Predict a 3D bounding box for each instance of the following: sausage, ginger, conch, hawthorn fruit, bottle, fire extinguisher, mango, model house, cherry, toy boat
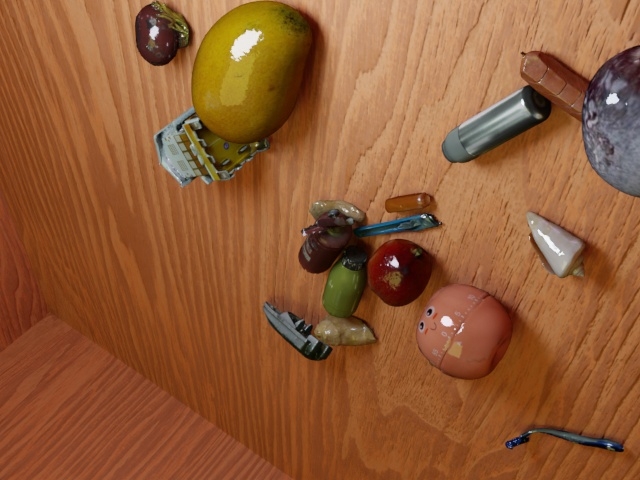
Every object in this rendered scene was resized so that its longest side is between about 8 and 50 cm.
[{"bbox_3d":[0.215,-0.093,1.735,0.131,0.041,0.039,-8,98,48],"label":"sausage"},{"bbox_3d":[0.038,-0.079,1.916,0.173,0.051,0.069,9,135,42],"label":"ginger"},{"bbox_3d":[0.500,0.016,1.526,0.176,0.094,0.104,35,-177,20],"label":"conch"},{"bbox_3d":[0.211,0.075,1.813,0.169,0.169,0.188,47,133,-4],"label":"hawthorn fruit"},{"bbox_3d":[0.074,0.294,2.211,0.193,0.122,0.115,8,111,33],"label":"ginger"},{"bbox_3d":[0.076,0.114,2.019,0.112,0.112,0.260,33,144,14],"label":"bottle"},{"bbox_3d":[0.000,0.000,1.894,0.337,0.147,0.107,119,131,-67],"label":"fire extinguisher"},{"bbox_3d":[-0.161,-0.395,1.652,0.263,0.221,0.378,37,132,-5],"label":"mango"},{"bbox_3d":[0.433,-0.290,1.302,0.169,0.065,0.065,39,144,8],"label":"sausage"},{"bbox_3d":[-0.296,-0.271,1.897,0.215,0.224,0.198,-4,123,45],"label":"model house"},{"bbox_3d":[0.555,-0.194,1.155,0.255,0.218,0.296,28,152,23],"label":"cherry"},{"bbox_3d":[-0.095,0.287,2.352,0.319,0.092,0.141,35,178,41],"label":"toy boat"},{"bbox_3d":[0.355,-0.228,1.437,0.096,0.080,0.253,16,155,-29],"label":"bottle"}]

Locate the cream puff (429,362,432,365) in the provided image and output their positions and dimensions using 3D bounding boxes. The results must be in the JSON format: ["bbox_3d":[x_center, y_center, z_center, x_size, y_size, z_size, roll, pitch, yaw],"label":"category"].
[{"bbox_3d":[0.363,0.292,1.926,0.146,0.146,0.116,-1,86,45],"label":"cream puff"}]

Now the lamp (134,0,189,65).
[{"bbox_3d":[-0.410,-0.532,1.832,0.157,0.134,0.156,-157,65,-68],"label":"lamp"}]

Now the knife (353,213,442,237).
[{"bbox_3d":[0.191,-0.034,1.833,0.296,0.026,0.044,-12,129,49],"label":"knife"}]

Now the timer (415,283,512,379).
[{"bbox_3d":[0.354,0.226,1.762,0.214,0.229,0.230,29,143,29],"label":"timer"}]

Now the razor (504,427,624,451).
[{"bbox_3d":[0.667,0.544,1.936,0.324,0.093,0.056,-12,82,45],"label":"razor"}]
